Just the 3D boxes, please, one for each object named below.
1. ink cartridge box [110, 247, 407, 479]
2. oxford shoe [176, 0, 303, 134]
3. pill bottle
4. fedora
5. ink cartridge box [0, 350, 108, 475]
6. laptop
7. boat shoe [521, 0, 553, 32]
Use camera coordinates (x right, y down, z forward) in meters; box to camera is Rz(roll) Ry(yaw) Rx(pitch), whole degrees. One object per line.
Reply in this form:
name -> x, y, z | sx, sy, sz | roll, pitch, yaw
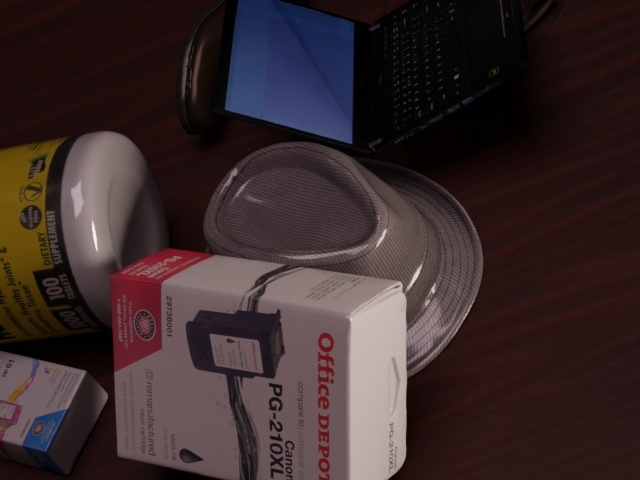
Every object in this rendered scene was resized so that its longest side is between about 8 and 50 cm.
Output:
ink cartridge box -> -0.053, 0.113, 1.437 | 0.237, 0.172, 0.100 | 8, 18, 27
oxford shoe -> -0.079, -0.203, 1.743 | 0.096, 0.083, 0.227 | 12, 62, 26
pill bottle -> -0.330, 0.010, 1.627 | 0.334, 0.188, 0.188 | -9, 53, 18
fedora -> 0.000, 0.000, 1.534 | 0.275, 0.124, 0.244 | 26, 70, 35
ink cartridge box -> -0.276, 0.160, 1.584 | 0.122, 0.052, 0.088 | 9, 60, 29
laptop -> 0.047, -0.206, 1.615 | 0.264, 0.136, 0.234 | -29, 33, 23
boat shoe -> 0.183, -0.213, 1.663 | 0.125, 0.046, 0.038 | -43, 46, -21
